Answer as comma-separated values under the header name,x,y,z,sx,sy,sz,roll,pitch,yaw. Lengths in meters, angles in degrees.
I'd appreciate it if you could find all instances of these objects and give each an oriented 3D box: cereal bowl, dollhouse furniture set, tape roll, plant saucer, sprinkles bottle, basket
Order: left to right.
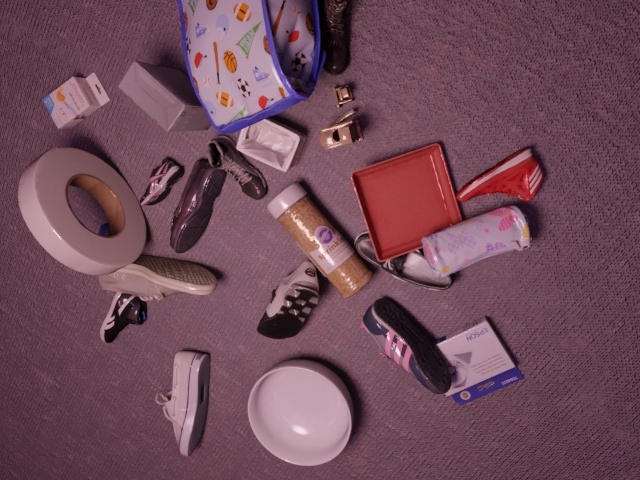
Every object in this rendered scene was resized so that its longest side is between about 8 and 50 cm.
name,x,y,z,sx,sy,sz,roll,pitch,yaw
tape roll,-0.679,-0.088,1.415,0.072,0.392,0.392,-25,96,19
basket,-0.135,-0.282,1.380,0.167,0.103,0.113,26,108,8
cereal bowl,-0.053,0.524,1.531,0.338,0.141,0.339,3,103,13
sprinkles bottle,0.000,0.000,1.404,0.121,0.121,0.355,-40,92,19
dollhouse furniture set,0.033,-0.330,1.284,0.101,0.182,0.161,-12,100,17
plant saucer,0.236,-0.103,1.323,0.259,0.048,0.259,-19,98,-3

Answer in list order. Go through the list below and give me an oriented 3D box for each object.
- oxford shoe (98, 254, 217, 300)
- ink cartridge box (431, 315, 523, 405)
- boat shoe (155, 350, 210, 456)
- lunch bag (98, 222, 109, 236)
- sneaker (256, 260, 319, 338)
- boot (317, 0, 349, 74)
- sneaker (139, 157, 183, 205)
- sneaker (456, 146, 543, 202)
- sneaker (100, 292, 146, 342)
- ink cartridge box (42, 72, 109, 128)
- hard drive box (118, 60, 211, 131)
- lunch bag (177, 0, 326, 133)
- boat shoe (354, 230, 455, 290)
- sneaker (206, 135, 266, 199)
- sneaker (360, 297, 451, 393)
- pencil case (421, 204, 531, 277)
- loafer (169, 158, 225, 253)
name,x,y,z,sx,sy,sz,roll,pitch,yaw
oxford shoe,-0.527,0.132,1.548,0.449,0.169,0.130,7,102,20
ink cartridge box,0.444,0.368,1.419,0.223,0.045,0.224,-32,94,19
boat shoe,-0.481,0.550,1.650,0.156,0.136,0.367,10,102,12
lunch bag,-0.702,-0.010,1.608,0.067,0.065,0.098,26,107,7
sneaker,-0.091,0.187,1.487,0.122,0.146,0.330,24,133,-18
boot,0.031,-0.560,1.199,0.091,0.229,0.263,-8,101,-3
sneaker,-0.511,-0.186,1.526,0.178,0.072,0.077,-43,78,11
sneaker,0.480,-0.134,1.270,0.221,0.087,0.128,-33,92,20
sneaker,-0.672,0.283,1.662,0.121,0.079,0.217,27,107,8
ink cartridge box,-0.771,-0.443,1.524,0.181,0.061,0.104,-27,96,18
hard drive box,-0.410,-0.398,1.354,0.181,0.232,0.089,43,110,2
lunch bag,-0.169,-0.489,1.205,0.327,0.239,0.386,-10,85,42
boat shoe,0.236,0.054,1.372,0.302,0.091,0.114,17,107,10
sneaker,-0.260,-0.204,1.414,0.086,0.132,0.229,-40,91,19
sneaker,0.244,0.322,1.415,0.319,0.112,0.131,52,135,16
pencil case,0.406,0.004,1.270,0.273,0.113,0.124,-19,78,0
loafer,-0.396,-0.107,1.501,0.095,0.109,0.303,34,103,25
